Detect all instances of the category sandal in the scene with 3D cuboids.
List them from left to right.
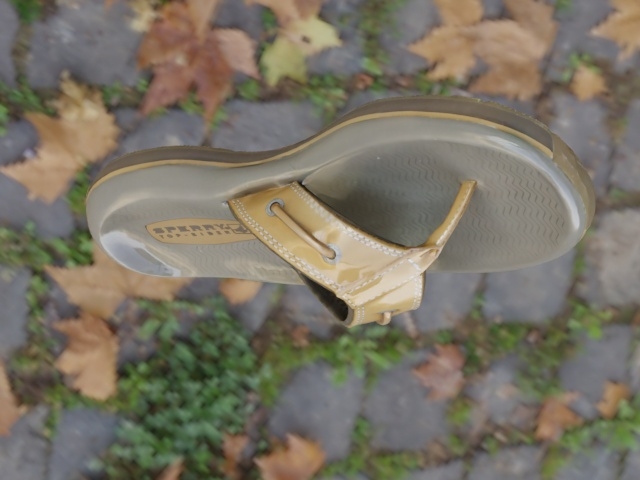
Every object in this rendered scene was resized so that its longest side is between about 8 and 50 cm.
[{"bbox_3d":[0.000,0.000,0.535,0.072,0.180,0.049,51,45,-42],"label":"sandal"}]
